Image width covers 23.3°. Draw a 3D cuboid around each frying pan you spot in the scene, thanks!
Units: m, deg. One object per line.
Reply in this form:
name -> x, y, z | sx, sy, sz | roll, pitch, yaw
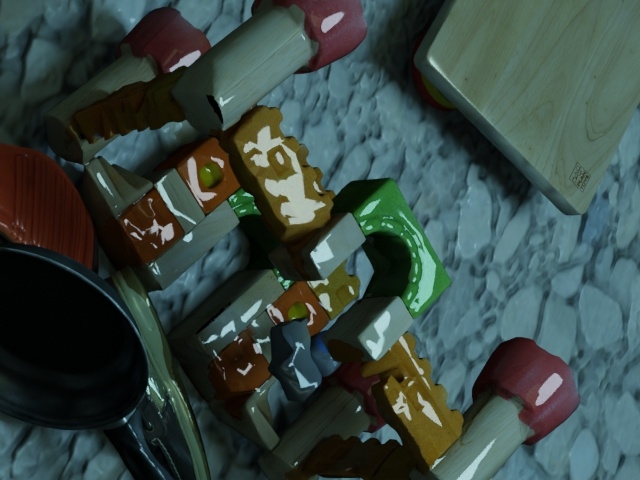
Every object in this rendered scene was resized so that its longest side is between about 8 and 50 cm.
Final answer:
frying pan -> -0.173, 0.109, 1.248 | 0.326, 0.197, 0.053 | 34, 42, -12

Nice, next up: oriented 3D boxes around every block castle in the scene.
block castle -> 0.000, 0.000, 1.328 | 0.213, 0.303, 0.453 | -43, 111, -31

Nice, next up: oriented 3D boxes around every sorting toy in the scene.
sorting toy -> 0.219, -0.199, 1.634 | 0.255, 0.089, 0.257 | 42, 64, -26

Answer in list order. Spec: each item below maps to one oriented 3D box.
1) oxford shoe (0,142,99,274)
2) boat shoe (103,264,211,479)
oxford shoe -> -0.278, -0.029, 1.255 | 0.271, 0.098, 0.097 | 41, 42, -51
boat shoe -> -0.156, 0.131, 1.348 | 0.073, 0.080, 0.224 | -20, 111, -7
